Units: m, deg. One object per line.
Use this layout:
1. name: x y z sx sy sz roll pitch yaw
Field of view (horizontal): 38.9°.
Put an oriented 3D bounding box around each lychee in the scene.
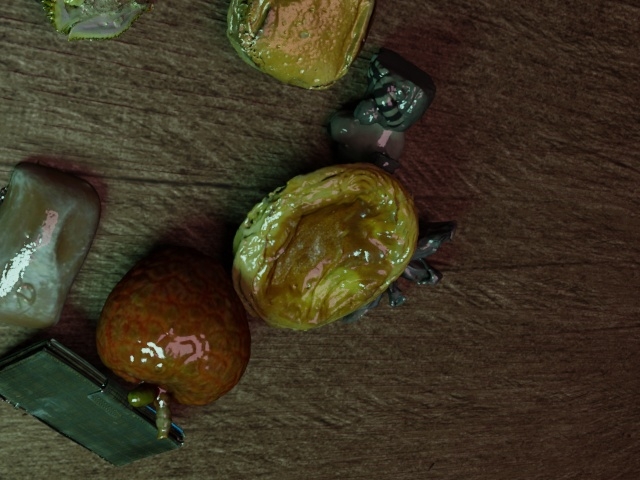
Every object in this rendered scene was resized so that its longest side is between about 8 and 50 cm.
1. lychee: -0.236 0.159 1.451 0.255 0.255 0.300 35 72 -37

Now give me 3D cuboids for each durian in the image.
1. durian: -0.314 -0.356 1.288 0.208 0.102 0.146 -7 117 -56

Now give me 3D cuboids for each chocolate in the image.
1. chocolate: -0.423 0.019 1.370 0.161 0.083 0.261 16 99 -38

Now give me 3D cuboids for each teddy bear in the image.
1. teddy bear: 0.097 -0.200 1.571 0.144 0.171 0.251 21 103 -17

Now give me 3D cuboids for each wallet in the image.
1. wallet: -0.382 0.271 1.475 0.169 0.044 0.317 -25 129 26

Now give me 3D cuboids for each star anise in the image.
1. star anise: 0.151 0.041 1.732 0.258 0.110 0.198 -15 116 -20

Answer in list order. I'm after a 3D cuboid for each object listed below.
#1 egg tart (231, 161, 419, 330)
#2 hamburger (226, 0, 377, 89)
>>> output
1. egg tart: 0.000 0.000 1.570 0.352 0.150 0.352 -14 130 -18
2. hamburger: -0.031 -0.358 1.424 0.244 0.163 0.244 -10 117 -21
